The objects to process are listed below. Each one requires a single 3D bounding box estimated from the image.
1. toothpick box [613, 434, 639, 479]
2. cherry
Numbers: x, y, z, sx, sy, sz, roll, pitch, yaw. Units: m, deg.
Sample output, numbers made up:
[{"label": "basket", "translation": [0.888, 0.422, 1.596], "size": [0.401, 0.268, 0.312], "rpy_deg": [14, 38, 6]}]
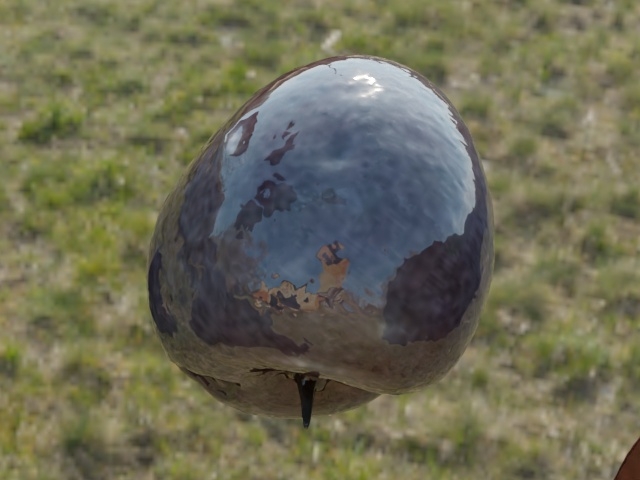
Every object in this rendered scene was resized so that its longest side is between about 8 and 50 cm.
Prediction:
[{"label": "toothpick box", "translation": [0.258, 0.072, 0.595], "size": [0.204, 0.204, 0.333], "rpy_deg": [19, 26, 23]}, {"label": "cherry", "translation": [0.002, -0.003, 0.668], "size": [0.140, 0.176, 0.176], "rpy_deg": [19, 23, -26]}]
